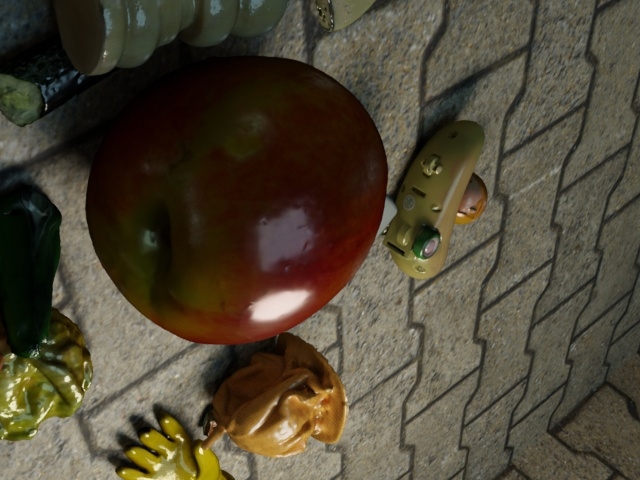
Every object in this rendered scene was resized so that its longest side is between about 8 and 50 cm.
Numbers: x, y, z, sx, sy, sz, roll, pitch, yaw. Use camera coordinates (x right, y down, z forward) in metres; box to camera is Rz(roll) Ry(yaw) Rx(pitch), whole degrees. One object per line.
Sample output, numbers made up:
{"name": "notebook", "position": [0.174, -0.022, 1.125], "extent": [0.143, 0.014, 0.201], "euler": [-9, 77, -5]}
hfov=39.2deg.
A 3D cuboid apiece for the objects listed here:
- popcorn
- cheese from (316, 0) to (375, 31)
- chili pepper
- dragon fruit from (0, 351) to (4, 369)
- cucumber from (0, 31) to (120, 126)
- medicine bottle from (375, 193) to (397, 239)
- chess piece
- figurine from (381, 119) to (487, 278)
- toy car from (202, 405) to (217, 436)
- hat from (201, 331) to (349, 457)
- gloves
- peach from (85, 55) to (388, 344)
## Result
{"name": "popcorn", "position": [-0.395, 0.166, 1.182], "extent": [0.198, 0.155, 0.197], "euler": [-20, 145, -14]}
{"name": "cheese", "position": [0.073, -0.381, 1.308], "extent": [0.192, 0.037, 0.097], "euler": [-35, 144, -21]}
{"name": "chili pepper", "position": [-0.358, 0.040, 1.112], "extent": [0.108, 0.062, 0.216], "euler": [12, 69, -50]}
{"name": "dragon fruit", "position": [-0.472, 0.112, 0.999], "extent": [0.227, 0.224, 0.224], "euler": [-49, 146, 1]}
{"name": "cucumber", "position": [-0.265, -0.220, 1.040], "extent": [0.241, 0.074, 0.074], "euler": [-38, 144, -23]}
{"name": "medicine bottle", "position": [0.000, 0.000, 1.484], "extent": [0.252, 0.144, 0.144], "euler": [-52, 146, -2]}
{"name": "chess piece", "position": [-0.153, -0.272, 0.996], "extent": [0.261, 0.143, 0.142], "euler": [-16, 133, -31]}
{"name": "figurine", "position": [0.235, -0.074, 1.708], "extent": [0.222, 0.124, 0.324], "euler": [1, 117, -49]}
{"name": "toy car", "position": [-0.170, 0.333, 1.691], "extent": [0.122, 0.035, 0.059], "euler": [-11, 125, -42]}
{"name": "hat", "position": [-0.107, 0.314, 1.592], "extent": [0.233, 0.244, 0.233], "euler": [-25, 106, -29]}
{"name": "gloves", "position": [-0.261, 0.413, 1.614], "extent": [0.133, 0.116, 0.294], "euler": [-52, 141, -19]}
{"name": "peach", "position": [-0.091, -0.060, 1.139], "extent": [0.388, 0.388, 0.388], "euler": [-30, 140, -28]}
